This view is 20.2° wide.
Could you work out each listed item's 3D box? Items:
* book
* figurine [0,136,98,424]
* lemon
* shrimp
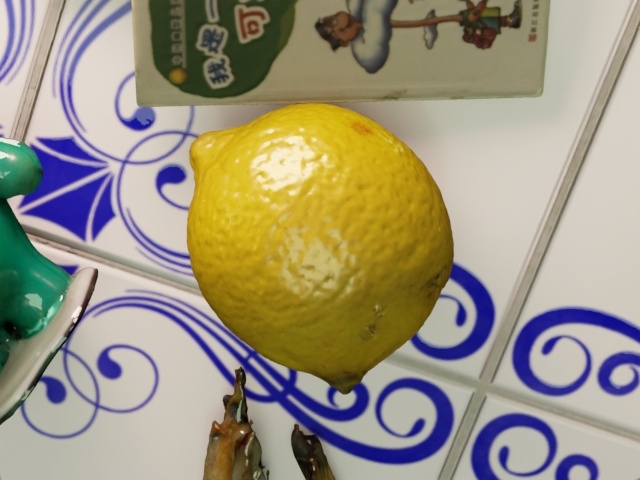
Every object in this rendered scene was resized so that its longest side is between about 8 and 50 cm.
[{"bbox_3d":[0.020,-0.239,1.557,0.371,0.043,0.260,-2,120,-4],"label":"book"},{"bbox_3d":[-0.392,0.011,1.611,0.340,0.231,0.323,36,107,-16],"label":"figurine"},{"bbox_3d":[-0.005,-0.007,1.588,0.228,0.228,0.253,-32,105,13],"label":"lemon"},{"bbox_3d":[-0.045,0.249,1.771,0.145,0.059,0.254,8,111,-3],"label":"shrimp"}]
